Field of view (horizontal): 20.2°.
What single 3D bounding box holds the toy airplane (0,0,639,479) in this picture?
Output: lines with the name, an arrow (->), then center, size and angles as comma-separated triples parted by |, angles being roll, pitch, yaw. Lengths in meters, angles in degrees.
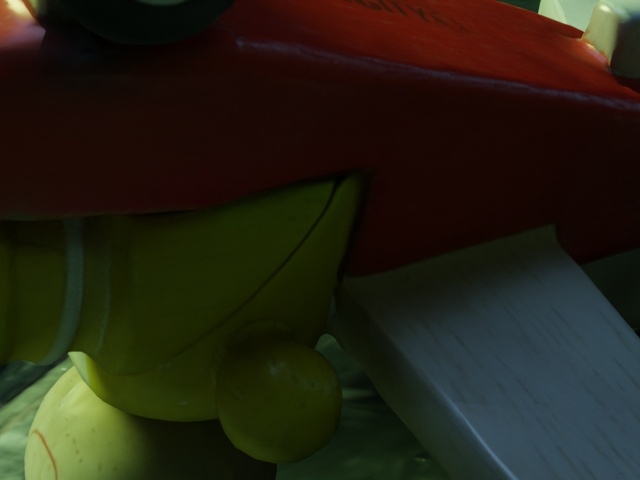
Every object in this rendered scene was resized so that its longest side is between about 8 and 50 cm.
toy airplane -> 0.000, 0.000, 0.602 | 0.384, 0.272, 0.386 | 28, 20, 0
